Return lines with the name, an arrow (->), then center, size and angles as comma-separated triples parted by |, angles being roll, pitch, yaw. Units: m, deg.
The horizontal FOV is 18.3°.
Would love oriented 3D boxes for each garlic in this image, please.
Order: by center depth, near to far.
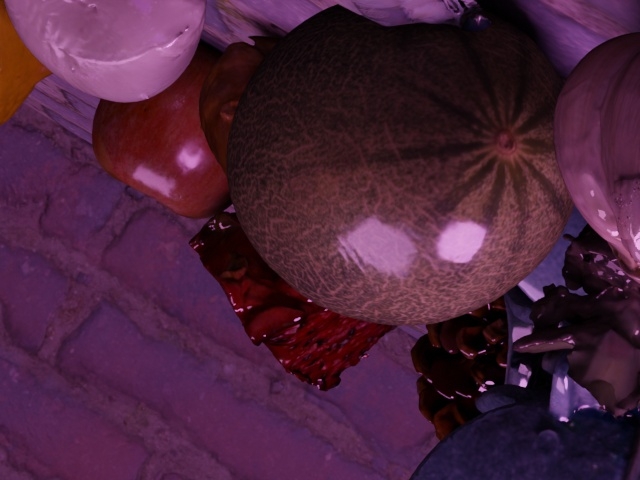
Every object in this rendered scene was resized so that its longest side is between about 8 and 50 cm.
garlic -> 0.239, -0.032, 1.182 | 0.227, 0.152, 0.228 | 26, 176, 2

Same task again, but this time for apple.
apple -> -0.148, -0.122, 2.165 | 0.188, 0.174, 0.188 | 32, 177, 2

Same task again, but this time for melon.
melon -> 0.061, -0.058, 1.411 | 0.237, 0.237, 0.301 | 34, 169, -19

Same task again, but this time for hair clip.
hair clip -> 0.266, 0.115, 1.591 | 0.318, 0.392, 0.238 | 12, 177, 19

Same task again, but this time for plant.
plant -> 0.232, 0.027, 1.416 | 0.142, 0.203, 0.131 | 22, 178, 4

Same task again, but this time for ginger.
ginger -> 0.017, -0.075, 1.834 | 0.321, 0.172, 0.165 | 23, -151, 37

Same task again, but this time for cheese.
cheese -> -0.194, -0.211, 1.812 | 0.198, 0.154, 0.189 | 30, 179, 8

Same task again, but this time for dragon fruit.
dragon fruit -> -0.006, -0.008, 2.097 | 0.228, 0.286, 0.329 | 54, -168, 17

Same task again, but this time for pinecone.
pinecone -> 0.216, 0.126, 2.114 | 0.246, 0.246, 0.292 | 29, 158, 17

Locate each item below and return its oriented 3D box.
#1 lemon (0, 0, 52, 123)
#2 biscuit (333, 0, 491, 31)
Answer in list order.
lemon -> -0.418, -0.240, 1.943 | 0.336, 0.336, 0.336 | 31, 173, 4
biscuit -> -0.040, -0.230, 1.289 | 0.309, 0.079, 0.186 | 29, 175, 29
